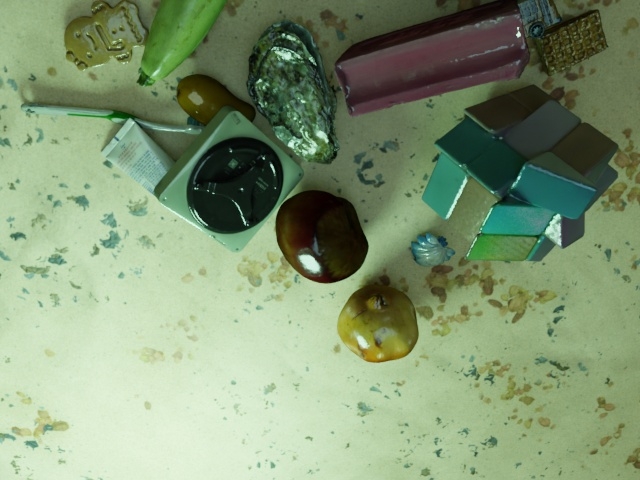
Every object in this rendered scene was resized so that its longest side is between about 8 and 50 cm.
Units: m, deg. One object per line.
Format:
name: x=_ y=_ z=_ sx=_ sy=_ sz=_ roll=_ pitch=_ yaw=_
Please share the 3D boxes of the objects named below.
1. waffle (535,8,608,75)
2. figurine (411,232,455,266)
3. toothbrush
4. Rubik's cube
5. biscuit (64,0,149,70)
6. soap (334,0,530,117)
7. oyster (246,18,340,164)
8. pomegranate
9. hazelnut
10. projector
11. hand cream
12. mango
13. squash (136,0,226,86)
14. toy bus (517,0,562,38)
waffle: x=0.567 y=-0.449 z=1.425 sx=0.148 sy=0.042 sz=0.102 roll=-24 pitch=116 yaw=5
figurine: x=0.278 y=0.028 z=1.605 sx=0.114 sy=0.079 sz=0.114 roll=7 pitch=149 yaw=4
toothbrush: x=-0.447 y=-0.270 z=1.399 sx=0.419 sy=0.042 sz=0.040 roll=3 pitch=75 yaw=-7
Rubik's cube: x=0.437 y=-0.132 z=1.406 sx=0.387 sy=0.358 sz=0.368 roll=-54 pitch=151 yaw=18
biscuit: x=-0.458 y=-0.436 z=1.330 sx=0.184 sy=0.027 sz=0.133 roll=-10 pitch=117 yaw=-2
soap: x=0.231 y=-0.369 z=1.269 sx=0.360 sy=0.233 sz=0.128 roll=-11 pitch=114 yaw=20
oyster: x=-0.046 y=-0.302 z=1.386 sx=0.162 sy=0.158 sz=0.350 roll=4 pitch=133 yaw=39
pomegranate: x=0.152 y=0.211 z=1.599 sx=0.209 sy=0.209 sz=0.209 roll=-2 pitch=115 yaw=-5
hazelnut: x=0.000 y=0.000 z=1.492 sx=0.217 sy=0.217 sz=0.251 roll=-39 pitch=136 yaw=12
projector: x=-0.195 y=-0.127 z=1.408 sx=0.259 sy=0.079 sz=0.257 roll=-50 pitch=132 yaw=1
hand cream: x=-0.378 y=-0.154 z=1.445 sx=0.133 sy=0.083 sz=0.248 roll=-36 pitch=109 yaw=29
mango: x=-0.232 y=-0.298 z=1.386 sx=0.184 sy=0.085 sz=0.102 roll=24 pitch=81 yaw=-33
squash: x=-0.269 y=-0.471 z=1.288 sx=0.118 sy=0.118 sz=0.370 roll=27 pitch=111 yaw=-17
toy bus: x=0.417 y=-0.479 z=1.370 sx=0.182 sy=0.091 sz=0.103 roll=-25 pitch=112 yaw=8
